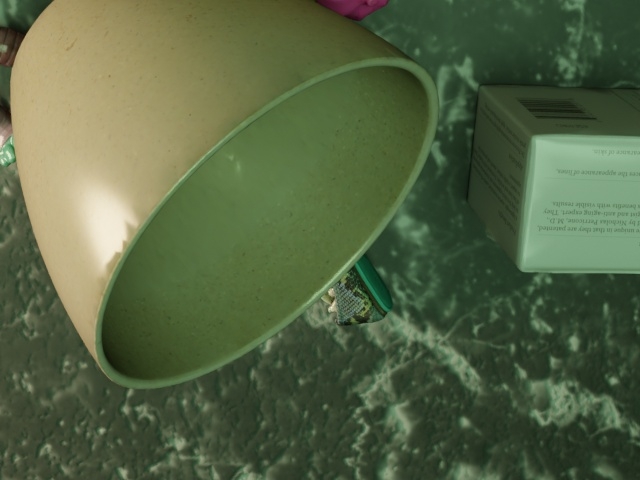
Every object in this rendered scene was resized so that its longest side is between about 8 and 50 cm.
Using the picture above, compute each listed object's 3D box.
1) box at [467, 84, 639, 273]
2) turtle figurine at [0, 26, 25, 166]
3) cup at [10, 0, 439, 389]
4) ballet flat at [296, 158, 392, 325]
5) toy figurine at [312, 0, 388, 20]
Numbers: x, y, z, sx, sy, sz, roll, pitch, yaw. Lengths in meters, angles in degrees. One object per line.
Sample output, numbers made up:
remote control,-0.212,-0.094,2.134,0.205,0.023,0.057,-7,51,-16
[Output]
box,0.238,-0.056,1.274,0.182,0.181,0.119,1,110,-9
turtle figurine,-0.323,-0.161,1.191,0.234,0.118,0.175,28,122,-33
cup,-0.108,-0.082,1.152,0.331,0.331,0.237,-49,67,9
ballet flat,0.000,0.000,1.325,0.070,0.070,0.188,-26,107,1
toy figurine,0.007,-0.242,1.188,0.130,0.159,0.173,-42,109,7
